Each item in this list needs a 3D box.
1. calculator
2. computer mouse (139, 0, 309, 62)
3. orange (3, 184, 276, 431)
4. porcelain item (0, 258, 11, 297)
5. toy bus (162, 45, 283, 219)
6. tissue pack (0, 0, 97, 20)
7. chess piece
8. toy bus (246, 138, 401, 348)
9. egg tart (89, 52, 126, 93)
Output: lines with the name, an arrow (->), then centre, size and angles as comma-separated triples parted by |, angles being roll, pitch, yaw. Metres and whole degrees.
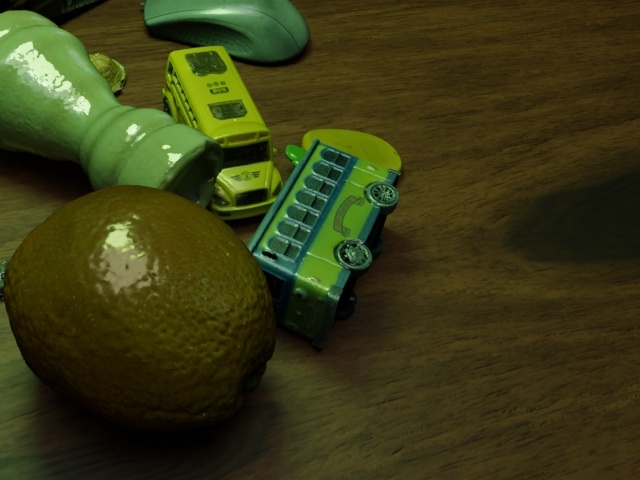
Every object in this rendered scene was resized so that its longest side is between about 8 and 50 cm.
calculator -> 0.047, -0.157, 1.503 | 0.235, 0.032, 0.146 | -3, 48, -29
computer mouse -> -0.203, -0.486, 1.691 | 0.371, 0.122, 0.188 | 11, 49, 1
orange -> -0.234, 0.097, 1.086 | 0.357, 0.322, 0.322 | 37, 53, 7
porcelain item -> -0.465, 0.057, 1.251 | 0.075, 0.021, 0.136 | 30, 52, 8
toy bus -> -0.174, -0.194, 1.432 | 0.144, 0.152, 0.330 | -12, 55, -23
tissue pack -> -0.602, -0.549, 1.576 | 0.210, 0.198, 0.370 | 34, 45, 13
chess piece -> -0.379, -0.182, 1.323 | 0.442, 0.234, 0.234 | 34, 53, 18
toy bus -> 0.000, 0.000, 1.311 | 0.190, 0.152, 0.312 | 23, 50, 6
egg tart -> -0.440, -0.326, 1.549 | 0.129, 0.049, 0.128 | 6, 49, -6
